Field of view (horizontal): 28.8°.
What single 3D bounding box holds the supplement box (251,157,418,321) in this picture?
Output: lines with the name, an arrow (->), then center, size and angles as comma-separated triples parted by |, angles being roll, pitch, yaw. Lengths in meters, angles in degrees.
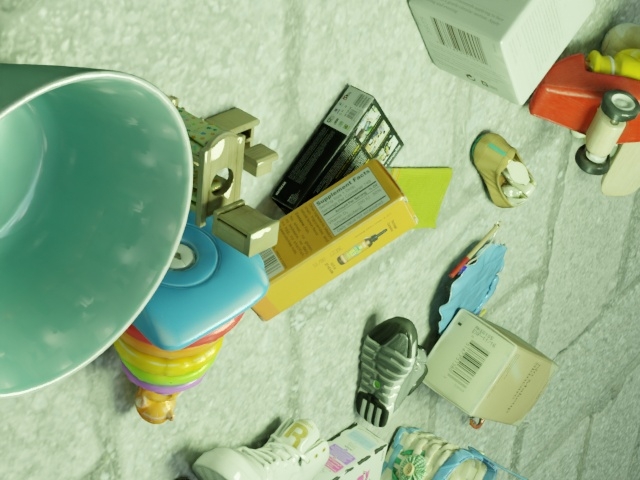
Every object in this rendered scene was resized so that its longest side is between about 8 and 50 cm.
supplement box -> 0.000, 0.000, 1.532 | 0.233, 0.080, 0.078 | -31, 150, 2

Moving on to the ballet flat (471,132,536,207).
ballet flat -> 0.302, -0.095, 1.976 | 0.080, 0.073, 0.232 | -58, 149, -3

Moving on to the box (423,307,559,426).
box -> 0.297, 0.226, 2.163 | 0.148, 0.121, 0.311 | -57, 154, 5

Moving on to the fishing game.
fishing game -> 0.247, 0.076, 2.078 | 0.189, 0.041, 0.264 | -44, 154, -24

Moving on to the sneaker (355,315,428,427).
sneaker -> 0.127, 0.181, 1.962 | 0.132, 0.086, 0.228 | -36, 152, -42

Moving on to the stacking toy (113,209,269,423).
stacking toy -> -0.174, 0.114, 1.412 | 0.166, 0.175, 0.302 | -32, 151, -34

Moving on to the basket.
basket -> 0.218, 0.471, 2.121 | 0.254, 0.289, 0.201 | -61, 149, 0

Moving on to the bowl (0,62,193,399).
bowl -> -0.278, -0.033, 1.099 | 0.311, 0.163, 0.311 | -35, 141, -34

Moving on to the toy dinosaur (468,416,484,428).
toy dinosaur -> 0.311, 0.316, 2.349 | 0.047, 0.090, 0.082 | 42, 47, -43

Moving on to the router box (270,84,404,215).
router box -> 0.025, -0.091, 1.603 | 0.179, 0.046, 0.133 | -54, 149, -8

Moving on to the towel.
towel -> 0.116, -0.057, 1.790 | 0.237, 0.021, 0.102 | -5, 121, -54

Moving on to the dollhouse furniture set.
dollhouse furniture set -> -0.080, -0.091, 1.318 | 0.161, 0.182, 0.101 | -28, 137, -41

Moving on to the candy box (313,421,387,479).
candy box -> 0.010, 0.407, 1.979 | 0.196, 0.070, 0.164 | -27, 136, -42

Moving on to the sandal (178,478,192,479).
sandal -> -0.219, 0.427, 1.674 | 0.219, 0.060, 0.090 | -57, 149, -6

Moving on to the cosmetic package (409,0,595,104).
cosmetic package -> 0.241, -0.310, 1.629 | 0.183, 0.151, 0.151 | -52, 149, -11

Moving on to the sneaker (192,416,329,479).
sneaker -> -0.076, 0.304, 1.747 | 0.169, 0.108, 0.292 | -52, 158, -15

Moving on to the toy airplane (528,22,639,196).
toy airplane -> 0.560, -0.254, 2.025 | 0.386, 0.272, 0.384 | -32, 140, 18
